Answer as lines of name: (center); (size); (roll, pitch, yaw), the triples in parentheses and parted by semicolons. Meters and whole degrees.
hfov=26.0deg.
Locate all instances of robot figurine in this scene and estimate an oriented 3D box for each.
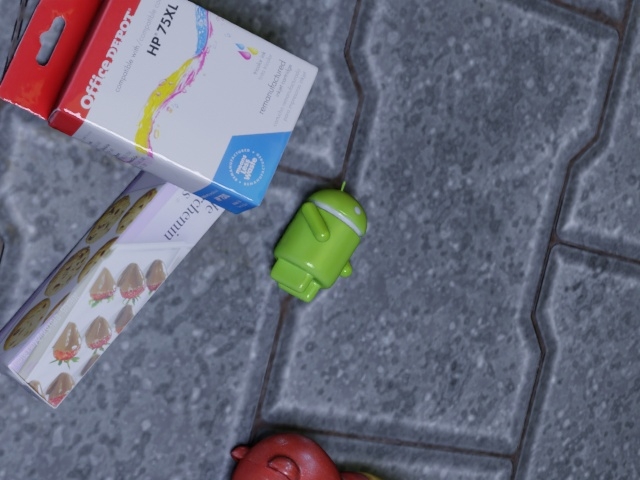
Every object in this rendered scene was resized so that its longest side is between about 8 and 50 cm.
robot figurine: (0.000, 0.000, 1.333); (0.115, 0.067, 0.101); (-57, 151, -13)

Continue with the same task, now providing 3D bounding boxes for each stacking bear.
stacking bear: (0.026, 0.301, 1.361); (0.289, 0.175, 0.164); (44, 76, -25)

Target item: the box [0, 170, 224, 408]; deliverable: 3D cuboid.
box: (-0.161, 0.001, 1.223); (0.324, 0.067, 0.063); (-50, 122, -16)

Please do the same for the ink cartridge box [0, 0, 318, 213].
ink cartridge box: (-0.136, -0.131, 1.160); (0.231, 0.078, 0.134); (25, 79, -15)
